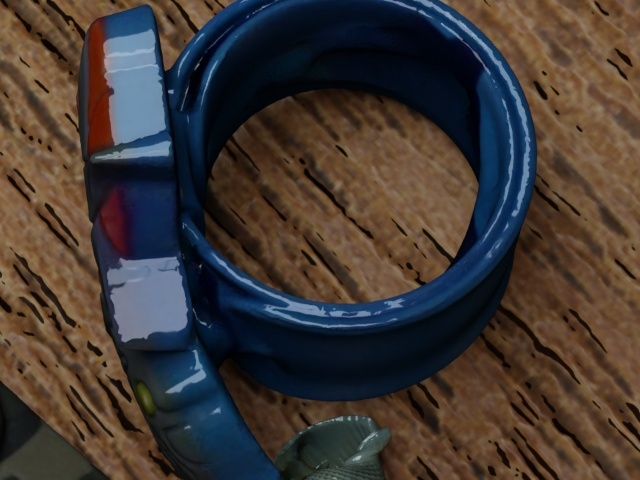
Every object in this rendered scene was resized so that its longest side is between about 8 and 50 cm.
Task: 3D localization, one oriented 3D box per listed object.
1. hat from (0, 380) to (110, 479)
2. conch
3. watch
[{"bbox_3d":[-0.279,0.209,1.193,0.382,0.257,0.366,30,82,37],"label":"hat"},{"bbox_3d":[0.009,0.151,1.226,0.076,0.056,0.085,24,47,34],"label":"conch"},{"bbox_3d":[0.000,0.000,1.198,0.274,0.241,0.305,-12,70,-8],"label":"watch"}]
